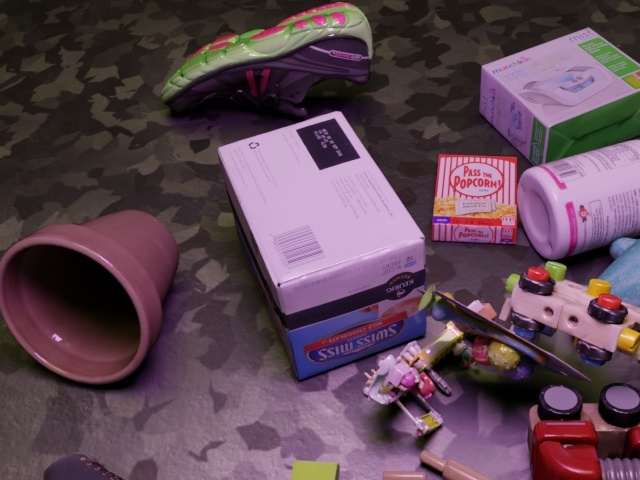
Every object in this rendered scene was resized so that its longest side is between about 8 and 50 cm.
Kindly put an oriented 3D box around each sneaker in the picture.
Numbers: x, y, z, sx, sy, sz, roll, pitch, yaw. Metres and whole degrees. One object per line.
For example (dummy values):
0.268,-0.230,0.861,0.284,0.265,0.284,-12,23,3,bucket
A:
-0.118,-0.333,1.738,0.482,0.202,0.185,-11,27,21,sneaker
-0.284,0.339,1.146,0.221,0.083,0.118,-10,44,-1,sneaker

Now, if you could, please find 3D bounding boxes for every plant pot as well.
-0.345,0.063,1.348,0.263,0.263,0.229,8,28,15,plant pot

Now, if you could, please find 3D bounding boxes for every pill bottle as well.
0.494,-0.078,1.414,0.283,0.160,0.160,-15,45,-8,pill bottle

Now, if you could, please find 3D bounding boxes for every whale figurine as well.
0.502,0.062,1.284,0.271,0.141,0.216,-15,46,1,whale figurine

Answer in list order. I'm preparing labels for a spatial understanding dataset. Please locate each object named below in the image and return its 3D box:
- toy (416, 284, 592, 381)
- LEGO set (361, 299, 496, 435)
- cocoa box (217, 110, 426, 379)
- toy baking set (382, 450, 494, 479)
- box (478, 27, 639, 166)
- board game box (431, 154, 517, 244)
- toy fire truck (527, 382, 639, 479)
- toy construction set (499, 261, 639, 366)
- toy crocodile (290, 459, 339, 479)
0.236,0.145,1.151,0.237,0.137,0.056,34,84,-4,toy
0.175,0.195,1.222,0.287,0.132,0.107,-20,59,-45,LEGO set
0.000,0.000,1.349,0.231,0.228,0.347,-18,45,-10,cocoa box
0.180,0.386,1.082,0.256,0.030,0.197,18,53,24,toy baking set
0.484,-0.279,1.647,0.261,0.127,0.231,-21,48,-13,box
0.282,-0.077,1.522,0.146,0.045,0.194,3,45,10,board game box
0.383,0.322,1.054,0.216,0.159,0.246,-1,34,6,toy fire truck
0.382,0.104,1.154,0.327,0.151,0.215,5,9,42,toy construction set
-0.021,0.419,1.030,0.115,0.105,0.341,-2,40,6,toy crocodile
